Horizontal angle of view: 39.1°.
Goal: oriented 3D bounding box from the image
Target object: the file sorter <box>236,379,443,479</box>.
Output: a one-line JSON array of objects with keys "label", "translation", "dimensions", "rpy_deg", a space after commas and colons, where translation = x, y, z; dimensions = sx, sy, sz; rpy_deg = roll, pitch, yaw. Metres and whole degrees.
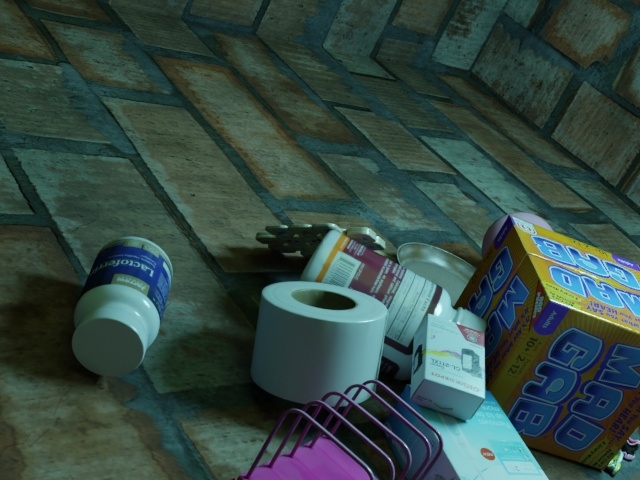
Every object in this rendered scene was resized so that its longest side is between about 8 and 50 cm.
[{"label": "file sorter", "translation": [0.048, 0.364, 1.488], "dimensions": [0.202, 0.182, 0.290], "rpy_deg": [38, 20, 22]}]

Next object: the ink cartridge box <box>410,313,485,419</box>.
[{"label": "ink cartridge box", "translation": [0.247, 0.242, 1.737], "dimensions": [0.127, 0.072, 0.175], "rpy_deg": [19, 40, -7]}]

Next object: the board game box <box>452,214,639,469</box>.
[{"label": "board game box", "translation": [0.527, 0.224, 2.024], "dimensions": [0.356, 0.356, 0.356], "rpy_deg": [20, 27, -13]}]

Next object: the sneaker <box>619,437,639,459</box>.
[{"label": "sneaker", "translation": [0.687, 0.454, 2.095], "dimensions": [0.119, 0.057, 0.047], "rpy_deg": [33, 29, 14]}]

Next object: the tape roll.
[{"label": "tape roll", "translation": [-0.005, 0.191, 1.726], "dimensions": [0.246, 0.169, 0.246], "rpy_deg": [8, 12, -2]}]

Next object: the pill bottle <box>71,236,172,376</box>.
[{"label": "pill bottle", "translation": [-0.360, 0.118, 1.639], "dimensions": [0.153, 0.153, 0.265], "rpy_deg": [21, 27, -12]}]

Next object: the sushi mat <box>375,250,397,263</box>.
[{"label": "sushi mat", "translation": [0.243, 0.103, 2.362], "dimensions": [0.316, 0.019, 0.151], "rpy_deg": [24, 26, -6]}]

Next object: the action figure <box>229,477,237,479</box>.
[{"label": "action figure", "translation": [-0.164, 0.402, 1.333], "dimensions": [0.280, 0.139, 0.091], "rpy_deg": [21, 28, -18]}]

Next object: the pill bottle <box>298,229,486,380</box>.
[{"label": "pill bottle", "translation": [0.140, 0.161, 1.938], "dimensions": [0.392, 0.224, 0.224], "rpy_deg": [29, 26, 3]}]

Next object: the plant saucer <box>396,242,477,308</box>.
[{"label": "plant saucer", "translation": [0.328, 0.113, 2.346], "dimensions": [0.310, 0.050, 0.311], "rpy_deg": [22, 26, -11]}]

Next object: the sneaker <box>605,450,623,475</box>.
[{"label": "sneaker", "translation": [0.657, 0.491, 2.027], "dimensions": [0.035, 0.031, 0.083], "rpy_deg": [31, 27, 9]}]

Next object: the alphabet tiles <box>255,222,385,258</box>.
[{"label": "alphabet tiles", "translation": [0.000, 0.000, 2.097], "dimensions": [0.284, 0.021, 0.278], "rpy_deg": [-2, -17, 22]}]

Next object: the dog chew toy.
[{"label": "dog chew toy", "translation": [0.563, 0.078, 2.419], "dimensions": [0.206, 0.207, 0.332], "rpy_deg": [13, 38, -26]}]

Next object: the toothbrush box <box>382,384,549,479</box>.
[{"label": "toothbrush box", "translation": [0.279, 0.423, 1.704], "dimensions": [0.216, 0.126, 0.295], "rpy_deg": [10, 32, -29]}]
